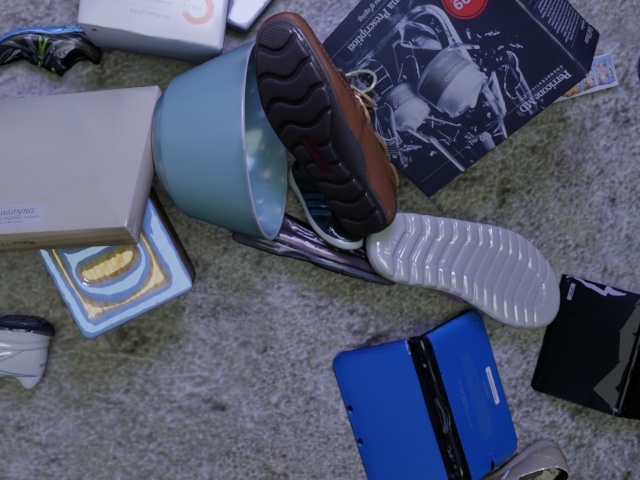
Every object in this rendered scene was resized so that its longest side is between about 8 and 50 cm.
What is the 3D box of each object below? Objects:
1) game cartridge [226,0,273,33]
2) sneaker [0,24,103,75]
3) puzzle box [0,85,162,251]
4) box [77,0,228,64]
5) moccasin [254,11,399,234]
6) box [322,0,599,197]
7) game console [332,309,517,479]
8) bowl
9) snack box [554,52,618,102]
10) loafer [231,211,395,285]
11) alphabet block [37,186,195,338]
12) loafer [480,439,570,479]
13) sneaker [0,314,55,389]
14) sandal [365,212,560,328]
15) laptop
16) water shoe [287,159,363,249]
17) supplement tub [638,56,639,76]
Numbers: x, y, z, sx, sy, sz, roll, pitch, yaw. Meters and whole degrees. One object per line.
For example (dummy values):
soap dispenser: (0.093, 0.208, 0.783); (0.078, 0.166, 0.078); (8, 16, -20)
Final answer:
game cartridge: (-0.199, -0.507, 1.296); (0.297, 0.062, 0.198); (40, 92, -8)
sneaker: (-0.460, -0.314, 1.263); (0.188, 0.067, 0.078); (-8, 88, -10)
puzzle box: (-0.453, -0.108, 1.156); (0.409, 0.052, 0.272); (-3, 57, 10)
box: (-0.237, -0.472, 1.182); (0.215, 0.168, 0.345); (8, 92, -8)
moccasin: (0.024, -0.186, 1.171); (0.139, 0.147, 0.380); (-16, 125, 35)
box: (0.203, -0.302, 1.209); (0.312, 0.179, 0.343); (42, 131, -8)
game console: (0.200, 0.304, 1.411); (0.250, 0.173, 0.293); (-21, 98, -37)
bowl: (-0.160, -0.153, 1.197); (0.163, 0.311, 0.311); (-2, 94, 9)
snack box: (0.467, -0.299, 1.414); (0.178, 0.022, 0.064); (-16, 94, -7)
loafer: (0.000, 0.000, 1.329); (0.303, 0.109, 0.095); (17, 87, -6)
alphabet block: (-0.329, 0.025, 1.236); (0.193, 0.197, 0.193); (-25, 96, -5)
loafer: (0.357, 0.482, 1.409); (0.268, 0.092, 0.102); (-43, 98, -3)
sneaker: (-0.603, 0.187, 1.256); (0.297, 0.111, 0.129); (7, 98, -7)
sandal: (0.259, 0.044, 1.369); (0.416, 0.102, 0.169); (21, 76, -22)
laptop: (0.573, 0.213, 1.464); (0.264, 0.137, 0.234); (15, 92, -34)
water shoe: (0.011, -0.073, 1.291); (0.073, 0.080, 0.203); (-15, 58, -39)
supplement tub: (0.666, -0.327, 1.351); (0.106, 0.198, 0.106); (0, 93, -7)
